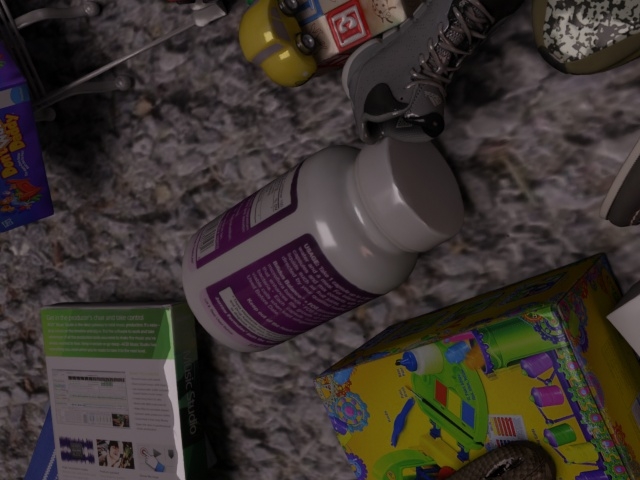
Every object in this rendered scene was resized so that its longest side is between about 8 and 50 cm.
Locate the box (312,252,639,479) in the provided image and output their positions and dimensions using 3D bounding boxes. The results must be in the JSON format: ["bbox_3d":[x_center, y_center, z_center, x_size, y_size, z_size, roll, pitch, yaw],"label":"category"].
[{"bbox_3d":[0.194,0.207,0.802,0.279,0.177,0.290,-23,91,35],"label":"box"}]

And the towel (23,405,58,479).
[{"bbox_3d":[-0.315,0.399,1.218,0.336,0.040,0.243,35,117,18],"label":"towel"}]

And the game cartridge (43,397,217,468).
[{"bbox_3d":[-0.300,0.280,1.222,0.297,0.062,0.198,-23,86,35],"label":"game cartridge"}]

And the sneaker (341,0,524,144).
[{"bbox_3d":[0.116,-0.160,0.717,0.229,0.086,0.132,-37,41,35],"label":"sneaker"}]

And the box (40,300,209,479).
[{"bbox_3d":[-0.272,0.244,1.114,0.232,0.058,0.322,-2,96,26],"label":"box"}]

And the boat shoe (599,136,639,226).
[{"bbox_3d":[0.358,-0.126,0.642,0.095,0.112,0.335,42,119,22],"label":"boat shoe"}]

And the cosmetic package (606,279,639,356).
[{"bbox_3d":[0.367,0.134,0.717,0.239,0.099,0.060,52,124,10],"label":"cosmetic package"}]

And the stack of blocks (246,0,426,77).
[{"bbox_3d":[-0.009,-0.337,0.833,0.171,0.087,0.297,-17,94,35],"label":"stack of blocks"}]

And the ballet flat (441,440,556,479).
[{"bbox_3d":[0.113,0.264,0.729,0.084,0.058,0.250,51,125,11],"label":"ballet flat"}]

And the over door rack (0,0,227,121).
[{"bbox_3d":[-0.285,-0.323,1.019,0.324,0.108,0.239,-24,90,21],"label":"over door rack"}]

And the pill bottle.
[{"bbox_3d":[0.000,0.000,0.875,0.301,0.169,0.169,-29,87,36],"label":"pill bottle"}]

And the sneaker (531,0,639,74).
[{"bbox_3d":[0.282,-0.304,0.595,0.158,0.182,0.410,43,123,16],"label":"sneaker"}]

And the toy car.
[{"bbox_3d":[-0.079,-0.292,0.788,0.239,0.053,0.225,40,131,21],"label":"toy car"}]

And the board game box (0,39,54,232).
[{"bbox_3d":[-0.477,-0.212,1.075,0.347,0.078,0.233,50,150,30],"label":"board game box"}]
